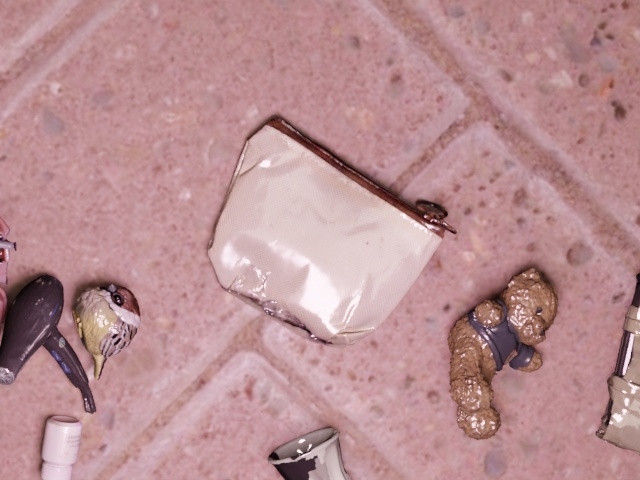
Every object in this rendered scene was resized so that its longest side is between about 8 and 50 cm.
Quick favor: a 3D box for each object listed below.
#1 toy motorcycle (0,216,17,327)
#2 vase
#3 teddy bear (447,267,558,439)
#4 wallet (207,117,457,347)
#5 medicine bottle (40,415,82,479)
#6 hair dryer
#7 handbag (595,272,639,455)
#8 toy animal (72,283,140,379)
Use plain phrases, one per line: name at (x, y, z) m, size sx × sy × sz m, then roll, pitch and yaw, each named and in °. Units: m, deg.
toy motorcycle at (-0.469, 0.036, 1.848) m, size 0.084 × 0.118 × 0.213 m, roll -4°, pitch 97°, yaw -20°
vase at (0.040, 0.463, 1.955) m, size 0.165 × 0.165 × 0.360 m, roll -22°, pitch 94°, yaw -5°
teddy bear at (0.253, 0.155, 1.965) m, size 0.129 × 0.182 × 0.251 m, roll 29°, pitch 73°, yaw 29°
wallet at (0.001, -0.001, 1.943) m, size 0.335 × 0.068 × 0.275 m, roll 32°, pitch 87°, yaw -3°
medicine bottle at (-0.377, 0.302, 1.922) m, size 0.052 × 0.052 × 0.089 m, roll 9°, pitch 94°, yaw -9°
hair dryer at (-0.375, 0.179, 1.875) m, size 0.075 × 0.195 × 0.219 m, roll -14°, pitch 124°, yaw 22°
handbag at (0.567, 0.202, 2.019) m, size 0.253 × 0.109 × 0.316 m, roll 14°, pitch 94°, yaw -5°
toy animal at (-0.300, 0.128, 1.898) m, size 0.098 × 0.098 × 0.137 m, roll -12°, pitch 109°, yaw -7°
